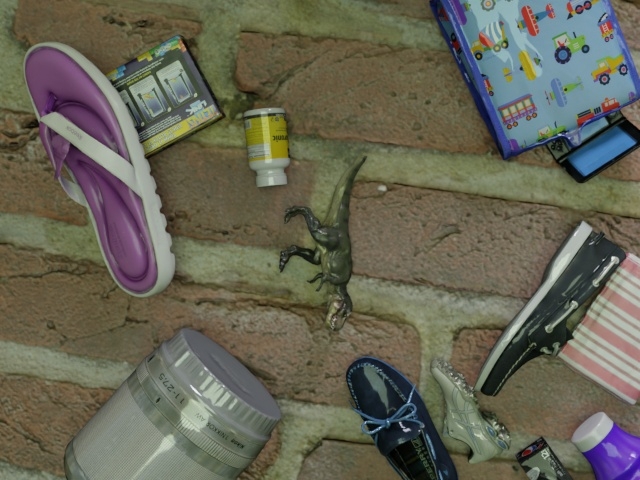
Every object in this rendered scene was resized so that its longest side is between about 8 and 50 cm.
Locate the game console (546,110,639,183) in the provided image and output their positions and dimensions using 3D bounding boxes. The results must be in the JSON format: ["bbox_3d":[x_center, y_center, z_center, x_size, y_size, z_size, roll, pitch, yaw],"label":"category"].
[{"bbox_3d":[0.402,-0.161,1.546,0.122,0.071,0.107,-33,95,3],"label":"game console"}]

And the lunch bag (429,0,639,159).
[{"bbox_3d":[0.321,-0.273,1.514,0.221,0.138,0.293,-24,91,3],"label":"lunch bag"}]

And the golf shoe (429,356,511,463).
[{"bbox_3d":[0.209,0.262,1.576,0.086,0.069,0.176,-38,88,11],"label":"golf shoe"}]

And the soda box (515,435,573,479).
[{"bbox_3d":[0.366,0.384,1.572,0.053,0.060,0.169,-36,90,4],"label":"soda box"}]

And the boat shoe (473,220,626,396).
[{"bbox_3d":[0.339,0.116,1.539,0.091,0.114,0.302,35,94,7],"label":"boat shoe"}]

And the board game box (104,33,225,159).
[{"bbox_3d":[-0.253,-0.212,1.591,0.170,0.048,0.141,-27,92,4],"label":"board game box"}]

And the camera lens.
[{"bbox_3d":[-0.219,0.294,1.521,0.219,0.219,0.274,42,93,1],"label":"camera lens"}]

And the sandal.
[{"bbox_3d":[-0.339,-0.105,1.541,0.169,0.102,0.416,-26,92,37],"label":"sandal"}]

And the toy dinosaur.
[{"bbox_3d":[0.000,0.000,1.582,0.118,0.064,0.268,5,90,-4],"label":"toy dinosaur"}]

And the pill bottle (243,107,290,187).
[{"bbox_3d":[-0.080,-0.140,1.576,0.065,0.065,0.116,-5,92,3],"label":"pill bottle"}]

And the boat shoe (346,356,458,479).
[{"bbox_3d":[0.130,0.287,1.559,0.109,0.089,0.258,-40,88,17],"label":"boat shoe"}]

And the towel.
[{"bbox_3d":[0.468,0.135,1.577,0.144,0.029,0.197,34,96,1],"label":"towel"}]

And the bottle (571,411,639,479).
[{"bbox_3d":[0.494,0.377,1.541,0.283,0.092,0.118,47,124,0],"label":"bottle"}]
